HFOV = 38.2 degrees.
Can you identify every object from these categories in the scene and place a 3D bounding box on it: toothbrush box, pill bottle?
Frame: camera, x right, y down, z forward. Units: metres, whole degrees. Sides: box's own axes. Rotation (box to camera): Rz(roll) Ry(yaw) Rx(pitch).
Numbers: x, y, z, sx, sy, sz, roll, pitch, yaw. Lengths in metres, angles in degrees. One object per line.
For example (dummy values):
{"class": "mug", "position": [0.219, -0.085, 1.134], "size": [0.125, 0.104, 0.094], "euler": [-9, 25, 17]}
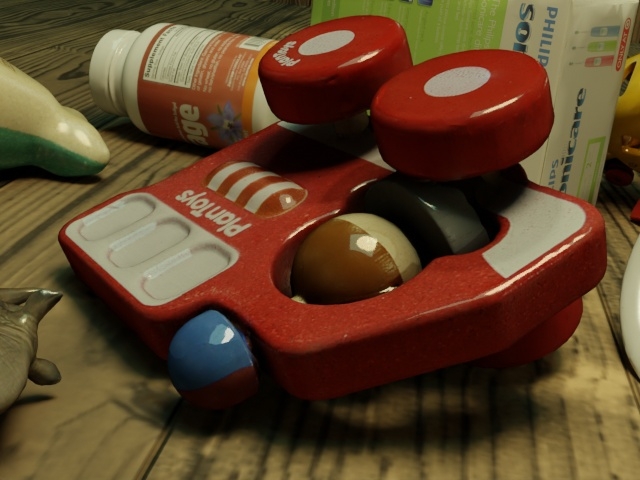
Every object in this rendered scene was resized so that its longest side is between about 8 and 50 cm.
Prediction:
{"class": "toothbrush box", "position": [0.124, -0.146, 0.871], "size": [0.283, 0.206, 0.122], "euler": [23, 26, 40]}
{"class": "pill bottle", "position": [-0.126, -0.159, 0.962], "size": [0.216, 0.121, 0.121], "euler": [13, 21, 21]}

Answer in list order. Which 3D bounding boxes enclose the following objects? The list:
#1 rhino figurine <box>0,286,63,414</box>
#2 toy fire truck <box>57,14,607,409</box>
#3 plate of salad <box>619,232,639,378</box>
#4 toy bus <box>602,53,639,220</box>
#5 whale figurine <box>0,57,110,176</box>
{"class": "rhino figurine", "position": [-0.191, 0.066, 0.404], "size": [0.106, 0.073, 0.243], "euler": [8, 19, 17]}
{"class": "toy fire truck", "position": [0.000, 0.000, 0.556], "size": [0.254, 0.169, 0.302], "euler": [-31, 34, -20]}
{"class": "plate of salad", "position": [0.247, 0.007, 0.522], "size": [0.048, 0.200, 0.200], "euler": [32, 9, -27]}
{"class": "toy bus", "position": [0.306, -0.127, 0.887], "size": [0.104, 0.202, 0.191], "euler": [32, 26, -18]}
{"class": "whale figurine", "position": [-0.323, -0.102, 0.787], "size": [0.272, 0.141, 0.216], "euler": [22, 9, -34]}
